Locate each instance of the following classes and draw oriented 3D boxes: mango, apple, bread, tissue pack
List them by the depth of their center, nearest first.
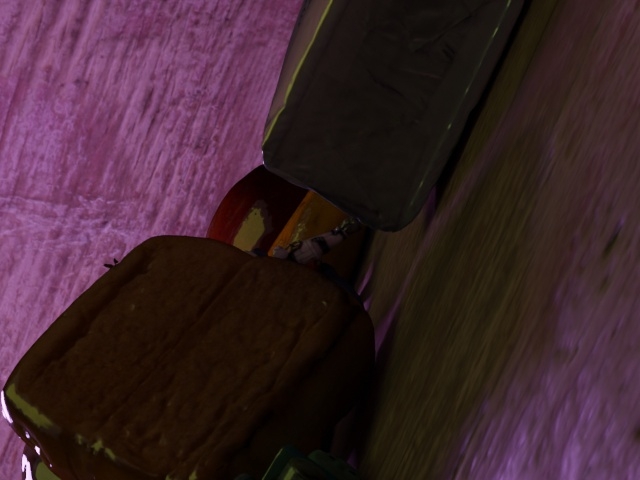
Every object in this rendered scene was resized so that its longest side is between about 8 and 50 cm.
[{"bbox_3d":[-0.139,0.155,1.636,0.337,0.328,0.148,-51,-35,-37],"label":"bread"},{"bbox_3d":[0.085,-0.254,1.736,0.405,0.205,0.331,-84,19,-64],"label":"tissue pack"},{"bbox_3d":[0.000,0.000,2.090,0.176,0.119,0.316,27,-92,-88],"label":"mango"},{"bbox_3d":[-0.062,0.038,2.548,0.329,0.295,0.365,-7,-54,-53],"label":"apple"}]

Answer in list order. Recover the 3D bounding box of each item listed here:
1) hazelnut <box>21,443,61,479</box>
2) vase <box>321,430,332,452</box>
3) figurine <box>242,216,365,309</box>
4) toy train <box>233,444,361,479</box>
[{"bbox_3d":[-0.266,0.373,2.318,0.359,0.359,0.409,125,156,-68],"label":"hazelnut"},{"bbox_3d":[-0.158,0.215,1.788,0.173,0.321,0.173,-159,90,-84],"label":"vase"},{"bbox_3d":[-0.063,0.076,1.903,0.175,0.265,0.197,86,174,-72],"label":"figurine"},{"bbox_3d":[-0.065,0.327,1.444,0.298,0.120,0.194,-59,-16,13],"label":"toy train"}]
